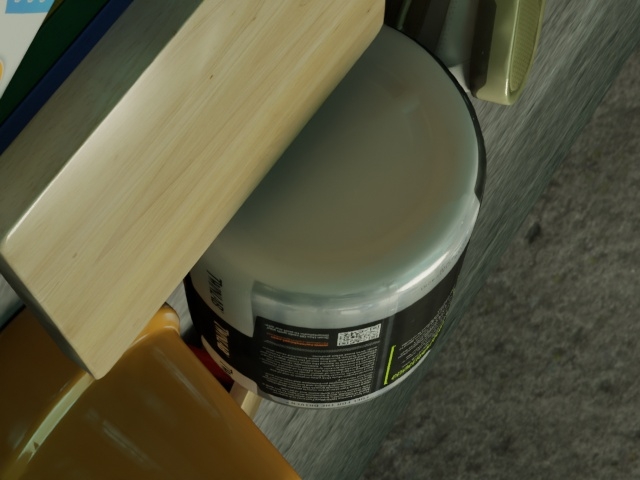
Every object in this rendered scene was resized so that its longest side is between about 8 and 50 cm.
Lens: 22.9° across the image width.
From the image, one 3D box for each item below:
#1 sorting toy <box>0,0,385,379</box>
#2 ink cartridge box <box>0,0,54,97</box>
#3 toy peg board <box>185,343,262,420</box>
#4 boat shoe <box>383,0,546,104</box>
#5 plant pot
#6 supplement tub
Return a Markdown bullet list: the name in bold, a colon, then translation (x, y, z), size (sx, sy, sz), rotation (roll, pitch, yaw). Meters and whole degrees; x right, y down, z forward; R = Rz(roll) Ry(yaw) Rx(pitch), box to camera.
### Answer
- **sorting toy**: translation (-0.078, -0.084, 0.756), size (0.257, 0.089, 0.255), rotation (-52, 169, -13)
- **ink cartridge box**: translation (-0.167, -0.050, 0.557), size (0.181, 0.061, 0.104), rotation (-57, 168, 17)
- **toy peg board**: translation (-0.090, 0.118, 1.386), size (0.161, 0.079, 0.161), rotation (105, 8, -60)
- **boat shoe**: translation (0.091, -0.235, 0.955), size (0.113, 0.103, 0.302), rotation (-38, 138, -63)
- **plant pot**: translation (-0.121, 0.148, 1.003), size (0.205, 0.188, 0.205), rotation (-52, 168, -15)
- **supplement tub**: translation (0.000, 0.000, 1.056), size (0.193, 0.193, 0.316), rotation (-51, 168, -17)
